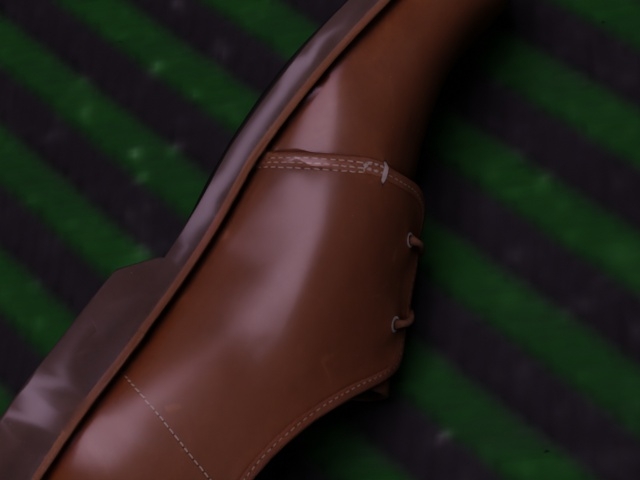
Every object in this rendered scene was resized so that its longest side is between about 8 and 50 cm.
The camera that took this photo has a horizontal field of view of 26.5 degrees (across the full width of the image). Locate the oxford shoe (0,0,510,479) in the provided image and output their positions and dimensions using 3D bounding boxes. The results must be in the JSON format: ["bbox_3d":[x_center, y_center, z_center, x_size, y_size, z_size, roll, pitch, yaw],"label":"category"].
[{"bbox_3d":[0.000,0.000,0.363,0.076,0.076,0.212,35,77,1],"label":"oxford shoe"}]
